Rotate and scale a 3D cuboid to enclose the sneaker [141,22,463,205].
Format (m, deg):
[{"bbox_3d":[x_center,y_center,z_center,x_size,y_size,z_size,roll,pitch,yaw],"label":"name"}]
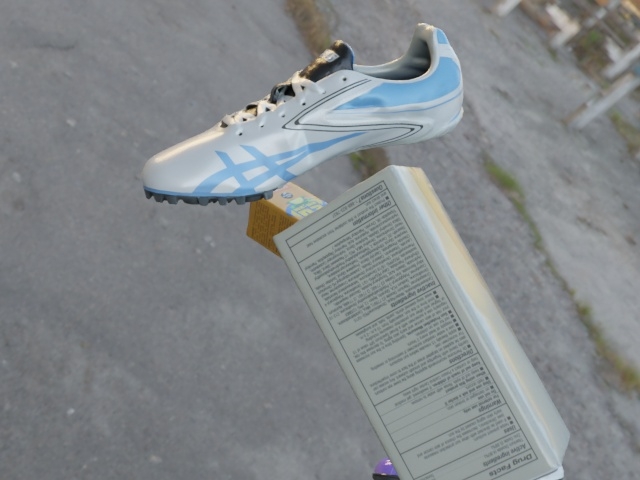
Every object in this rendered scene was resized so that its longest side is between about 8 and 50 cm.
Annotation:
[{"bbox_3d":[-0.014,-0.086,0.633,0.085,0.237,0.086,-135,-153,-65],"label":"sneaker"}]

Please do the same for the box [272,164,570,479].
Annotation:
[{"bbox_3d":[0.100,0.095,0.886,0.311,0.148,0.121,63,20,7],"label":"box"}]

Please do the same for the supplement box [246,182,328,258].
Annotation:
[{"bbox_3d":[0.000,0.000,1.273,0.233,0.080,0.078,29,36,36],"label":"supplement box"}]

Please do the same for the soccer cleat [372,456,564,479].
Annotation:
[{"bbox_3d":[0.239,0.348,1.497,0.108,0.318,0.116,125,-38,-78],"label":"soccer cleat"}]
